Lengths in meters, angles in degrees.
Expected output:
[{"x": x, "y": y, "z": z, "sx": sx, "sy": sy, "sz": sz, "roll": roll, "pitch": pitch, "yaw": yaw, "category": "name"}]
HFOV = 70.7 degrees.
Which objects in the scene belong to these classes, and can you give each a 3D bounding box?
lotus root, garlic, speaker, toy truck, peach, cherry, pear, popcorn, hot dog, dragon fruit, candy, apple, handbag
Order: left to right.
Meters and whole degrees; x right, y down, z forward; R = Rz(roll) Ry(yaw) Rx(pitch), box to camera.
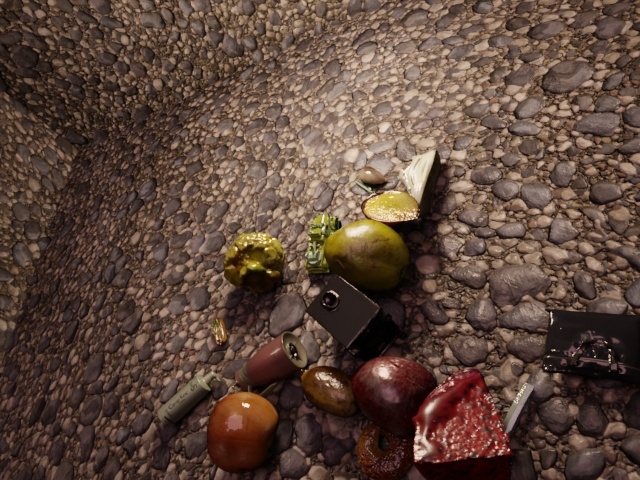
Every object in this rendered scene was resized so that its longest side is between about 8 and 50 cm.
[{"x": -0.431, "y": 0.383, "z": 1.906, "sx": 0.057, "sy": 0.041, "sz": 0.133, "roll": -28, "pitch": 50, "yaw": 10, "category": "hot dog"}, {"x": -0.254, "y": 0.642, "z": 1.513, "sx": 0.254, "sy": 0.253, "sz": 0.253, "roll": -15, "pitch": 54, "yaw": 21, "category": "apple"}, {"x": -0.275, "y": 0.092, "z": 1.898, "sx": 0.271, "sy": 0.224, "sz": 0.257, "roll": 11, "pitch": 82, "yaw": 25, "category": "popcorn"}, {"x": 0.002, "y": -0.001, "z": 1.856, "sx": 0.129, "sy": 0.135, "sz": 0.259, "roll": -3, "pitch": 55, "yaw": 27, "category": "toy truck"}, {"x": 0.030, "y": 0.498, "z": 1.515, "sx": 0.261, "sy": 0.128, "sz": 0.145, "roll": 18, "pitch": 56, "yaw": 34, "category": "lotus root"}, {"x": 0.125, "y": 0.278, "z": 1.537, "sx": 0.184, "sy": 0.232, "sz": 0.254, "roll": -50, "pitch": 49, "yaw": -6, "category": "speaker"}, {"x": 0.167, "y": 0.056, "z": 1.640, "sx": 0.322, "sy": 0.269, "sz": 0.268, "roll": 20, "pitch": 71, "yaw": 27, "category": "pear"}, {"x": 0.222, "y": -0.282, "z": 1.957, "sx": 0.084, "sy": 0.066, "sz": 0.152, "roll": -40, "pitch": 44, "yaw": -12, "category": "garlic"}, {"x": 0.226, "y": -0.199, "z": 1.913, "sx": 0.084, "sy": 0.077, "sz": 0.287, "roll": -18, "pitch": 36, "yaw": -20, "category": "candy"}, {"x": 0.276, "y": -0.110, "z": 1.714, "sx": 0.189, "sy": 0.068, "sz": 0.279, "roll": -37, "pitch": 38, "yaw": -13, "category": "peach"}, {"x": 0.221, "y": 0.459, "z": 1.365, "sx": 0.301, "sy": 0.202, "sz": 0.230, "roll": 16, "pitch": 44, "yaw": 27, "category": "cherry"}, {"x": 0.423, "y": 0.504, "z": 1.213, "sx": 0.240, "sy": 0.302, "sz": 0.330, "roll": -23, "pitch": 33, "yaw": 41, "category": "dragon fruit"}, {"x": 0.765, "y": 0.293, "z": 1.263, "sx": 0.255, "sy": 0.088, "sz": 0.210, "roll": 0, "pitch": 55, "yaw": 30, "category": "handbag"}]

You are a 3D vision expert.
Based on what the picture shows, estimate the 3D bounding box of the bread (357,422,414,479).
[{"x": 0.197, "y": 0.635, "z": 1.374, "sx": 0.194, "sy": 0.064, "sz": 0.193, "roll": -17, "pitch": 50, "yaw": 21, "category": "bread"}]

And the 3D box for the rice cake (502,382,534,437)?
[{"x": 0.560, "y": 0.491, "z": 1.283, "sx": 0.042, "sy": 0.030, "sz": 0.180, "roll": 23, "pitch": 73, "yaw": 43, "category": "rice cake"}]

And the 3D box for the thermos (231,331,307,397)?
[{"x": -0.192, "y": 0.470, "z": 1.652, "sx": 0.265, "sy": 0.146, "sz": 0.176, "roll": -35, "pitch": 41, "yaw": 16, "category": "thermos"}]

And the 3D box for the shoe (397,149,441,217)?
[{"x": 0.376, "y": -0.233, "z": 1.810, "sx": 0.160, "sy": 0.124, "sz": 0.316, "roll": 7, "pitch": 58, "yaw": 32, "category": "shoe"}]

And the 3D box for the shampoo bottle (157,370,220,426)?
[{"x": -0.516, "y": 0.612, "z": 1.775, "sx": 0.262, "sy": 0.085, "sz": 0.085, "roll": -43, "pitch": 49, "yaw": -2, "category": "shampoo bottle"}]
